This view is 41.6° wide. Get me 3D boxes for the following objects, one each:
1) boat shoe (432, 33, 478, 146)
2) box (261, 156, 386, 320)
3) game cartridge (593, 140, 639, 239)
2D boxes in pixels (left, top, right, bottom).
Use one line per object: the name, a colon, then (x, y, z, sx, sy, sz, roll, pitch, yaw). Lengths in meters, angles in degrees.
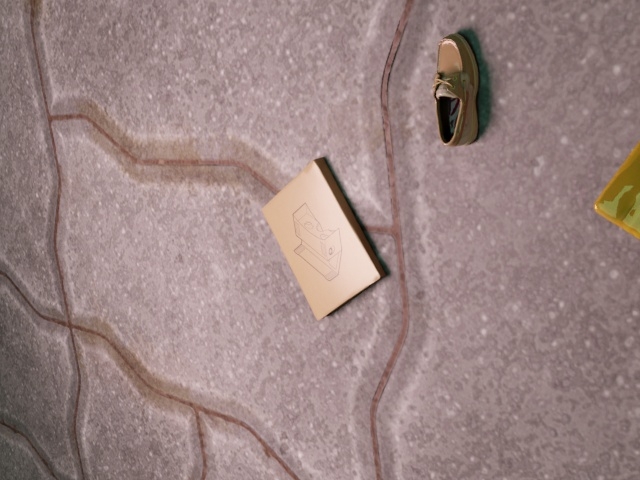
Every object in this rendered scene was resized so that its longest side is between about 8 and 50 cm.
boat shoe: (0.159, -0.178, 1.008, 0.050, 0.045, 0.135, 1, 104, 47)
box: (0.000, 0.000, 1.264, 0.164, 0.021, 0.201, -40, 73, 47)
game cartridge: (0.428, -0.049, 0.641, 0.324, 0.053, 0.285, 37, 105, 19)
